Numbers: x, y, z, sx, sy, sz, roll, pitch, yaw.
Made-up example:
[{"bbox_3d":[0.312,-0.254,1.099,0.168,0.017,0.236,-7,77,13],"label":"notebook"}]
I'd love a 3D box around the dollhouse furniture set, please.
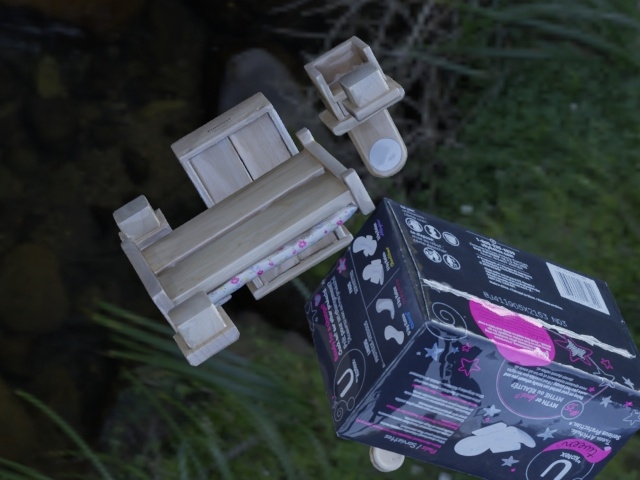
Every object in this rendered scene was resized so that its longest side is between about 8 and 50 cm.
[{"bbox_3d":[0.000,0.000,1.396,0.303,0.355,0.174,-32,116,-4],"label":"dollhouse furniture set"}]

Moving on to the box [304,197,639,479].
[{"bbox_3d":[0.132,0.096,1.330,0.247,0.163,0.142,20,122,-28],"label":"box"}]

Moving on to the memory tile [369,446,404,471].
[{"bbox_3d":[0.074,0.160,1.659,0.113,0.012,0.148,-23,87,-30],"label":"memory tile"}]
